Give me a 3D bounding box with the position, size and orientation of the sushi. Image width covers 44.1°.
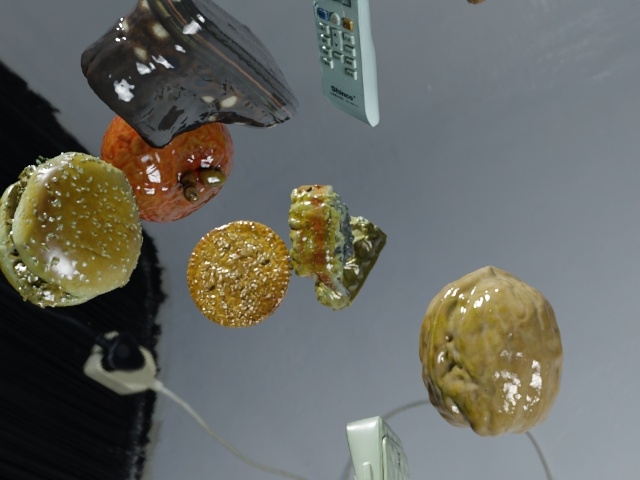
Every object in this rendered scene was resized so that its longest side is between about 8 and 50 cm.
[{"bbox_3d":[0.000,0.000,1.945,0.139,0.184,0.274,1,88,17],"label":"sushi"}]

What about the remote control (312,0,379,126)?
[{"bbox_3d":[0.024,-0.177,0.688,0.029,0.162,0.061,-35,49,-28],"label":"remote control"}]

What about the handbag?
[{"bbox_3d":[0.114,0.444,1.412,0.079,0.256,0.219,-13,63,10],"label":"handbag"}]

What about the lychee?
[{"bbox_3d":[-0.285,-0.155,1.476,0.300,0.255,0.255,24,74,48],"label":"lychee"}]

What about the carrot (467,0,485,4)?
[{"bbox_3d":[0.221,-0.330,0.908,0.165,0.035,0.036,-40,33,47],"label":"carrot"}]

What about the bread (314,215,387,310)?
[{"bbox_3d":[0.079,0.068,2.168,0.129,0.152,0.268,19,73,36],"label":"bread"}]

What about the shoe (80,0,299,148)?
[{"bbox_3d":[-0.201,-0.243,1.257,0.237,0.384,0.171,-36,69,14],"label":"shoe"}]

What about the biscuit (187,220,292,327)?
[{"bbox_3d":[-0.190,0.076,1.826,0.253,0.035,0.254,-2,81,10],"label":"biscuit"}]

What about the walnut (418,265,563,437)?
[{"bbox_3d":[0.349,0.225,1.638,0.306,0.306,0.344,-1,85,38],"label":"walnut"}]

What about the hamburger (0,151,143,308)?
[{"bbox_3d":[-0.339,-0.008,1.090,0.122,0.189,0.215,-19,61,45],"label":"hamburger"}]
